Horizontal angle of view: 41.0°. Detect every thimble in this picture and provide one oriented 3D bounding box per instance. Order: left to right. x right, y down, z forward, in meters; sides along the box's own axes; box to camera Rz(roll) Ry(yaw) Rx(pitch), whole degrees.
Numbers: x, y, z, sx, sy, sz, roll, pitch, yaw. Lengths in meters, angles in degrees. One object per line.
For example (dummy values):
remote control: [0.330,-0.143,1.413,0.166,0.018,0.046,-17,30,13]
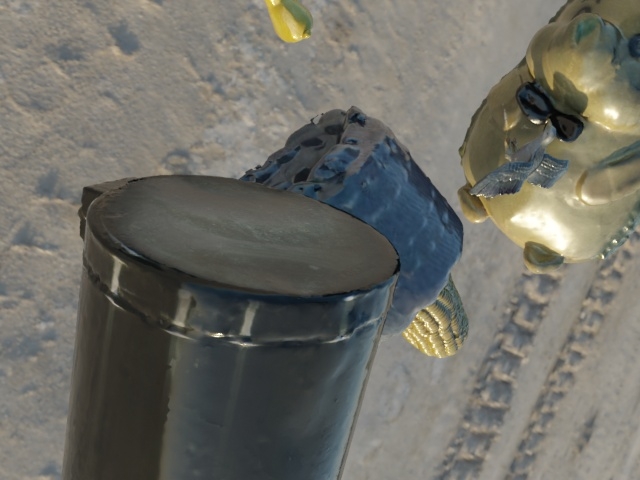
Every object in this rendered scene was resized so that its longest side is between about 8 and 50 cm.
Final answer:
thimble: [0.000,0.000,0.806,0.172,0.236,0.205,48,28,-16]

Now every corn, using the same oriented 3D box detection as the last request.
corn: [0.114,0.072,0.901,0.080,0.080,0.231,-62,152,-10]

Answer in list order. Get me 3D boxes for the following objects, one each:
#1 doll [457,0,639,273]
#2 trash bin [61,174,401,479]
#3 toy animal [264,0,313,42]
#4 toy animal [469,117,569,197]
doll: [0.302,-0.140,0.970,0.247,0.247,0.349,-14,140,-54]
trash bin: [-0.078,0.127,0.601,0.203,0.252,0.301,-23,130,-57]
toy animal: [-0.074,-0.422,1.485,0.070,0.083,0.159,-38,120,-2]
toy animal: [0.121,-0.049,0.500,0.084,0.028,0.050,-13,120,-42]
